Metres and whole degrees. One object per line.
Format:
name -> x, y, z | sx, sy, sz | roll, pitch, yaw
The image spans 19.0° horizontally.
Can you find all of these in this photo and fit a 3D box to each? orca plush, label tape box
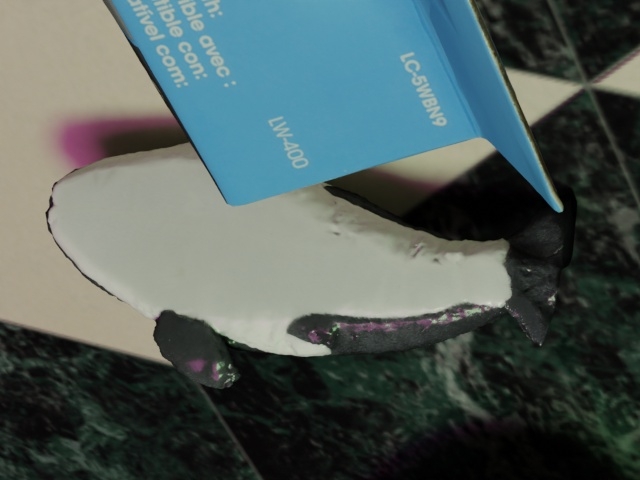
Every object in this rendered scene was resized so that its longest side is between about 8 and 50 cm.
orca plush -> 0.000, 0.000, 1.046 | 0.287, 0.102, 0.151 | -7, 85, 18
label tape box -> -0.056, -0.149, 0.718 | 0.106, 0.334, 0.241 | -30, 123, -1
